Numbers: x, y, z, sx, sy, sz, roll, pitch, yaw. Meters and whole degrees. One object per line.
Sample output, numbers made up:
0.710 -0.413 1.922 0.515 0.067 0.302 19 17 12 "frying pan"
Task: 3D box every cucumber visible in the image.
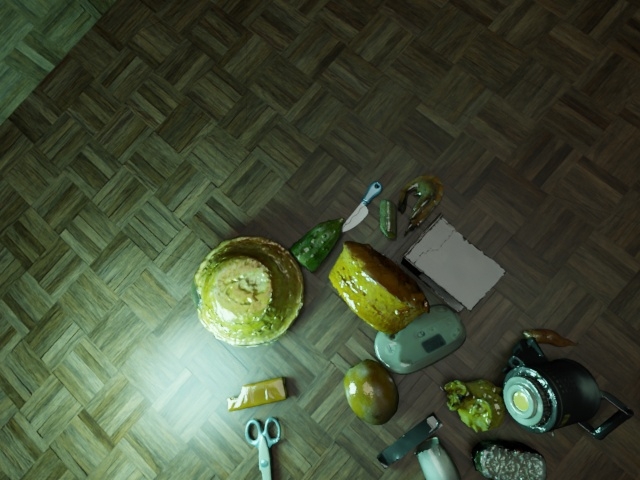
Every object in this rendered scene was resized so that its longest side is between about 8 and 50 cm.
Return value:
-0.001 -0.001 1.733 0.244 0.134 0.134 -43 78 -4 "cucumber"

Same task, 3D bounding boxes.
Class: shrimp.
0.360 -0.149 1.737 0.145 0.059 0.254 40 88 15 "shrimp"

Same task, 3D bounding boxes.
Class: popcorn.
0.519 0.557 1.560 0.195 0.173 0.168 7 103 0 "popcorn"

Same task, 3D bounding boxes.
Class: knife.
0.162 -0.123 1.778 0.058 0.032 0.244 34 91 3 "knife"

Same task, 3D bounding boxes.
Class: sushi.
0.621 0.734 1.518 0.225 0.127 0.124 6 81 1 "sushi"

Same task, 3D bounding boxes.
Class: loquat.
0.177 0.529 1.593 0.179 0.179 0.227 -27 86 3 "loquat"

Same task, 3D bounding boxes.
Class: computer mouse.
0.354 0.353 1.635 0.331 0.095 0.197 -21 62 -7 "computer mouse"

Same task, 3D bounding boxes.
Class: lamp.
0.732 0.501 1.455 0.272 0.205 0.374 -18 51 -39 "lamp"

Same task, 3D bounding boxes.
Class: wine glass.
0.408 0.785 1.547 0.111 0.111 0.204 -29 82 2 "wine glass"

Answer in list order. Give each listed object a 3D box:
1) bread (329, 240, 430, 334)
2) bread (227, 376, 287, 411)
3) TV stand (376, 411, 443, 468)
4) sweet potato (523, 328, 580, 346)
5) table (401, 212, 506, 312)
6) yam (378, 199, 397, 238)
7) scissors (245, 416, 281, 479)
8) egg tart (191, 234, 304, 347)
0.198 0.164 1.569 0.204 0.337 0.358 -56 48 13 "bread"
-0.237 0.572 1.705 0.226 0.049 0.088 -13 79 6 "bread"
0.313 0.704 1.610 0.256 0.040 0.049 -37 78 0 "TV stand"
0.808 0.342 1.599 0.195 0.056 0.056 14 83 4 "sweet potato"
0.450 0.088 1.588 0.282 0.250 0.196 42 88 13 "table"
0.255 -0.078 1.734 0.070 0.070 0.146 0 81 8 "yam"
-0.201 0.796 1.666 0.138 0.041 0.288 -9 76 8 "scissors"
-0.280 0.187 1.709 0.444 0.178 0.442 -1 81 6 "egg tart"
